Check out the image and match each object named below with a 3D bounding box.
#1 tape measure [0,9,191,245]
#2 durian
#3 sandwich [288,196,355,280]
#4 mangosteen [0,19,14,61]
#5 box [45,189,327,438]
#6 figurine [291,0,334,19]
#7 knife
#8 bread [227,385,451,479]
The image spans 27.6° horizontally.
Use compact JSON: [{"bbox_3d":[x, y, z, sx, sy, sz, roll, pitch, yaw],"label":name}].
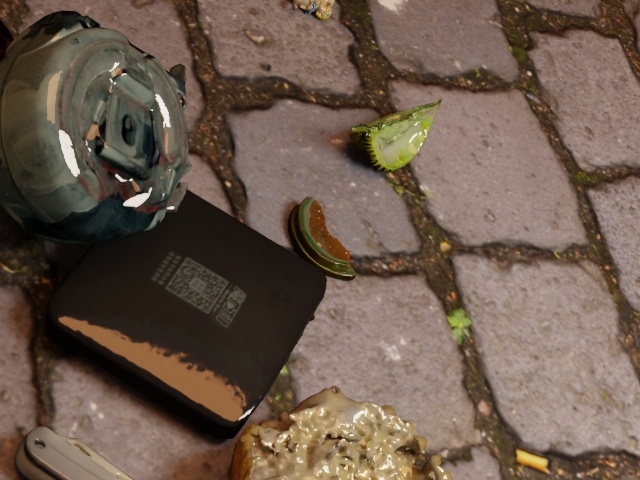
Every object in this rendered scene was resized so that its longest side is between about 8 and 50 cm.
[{"bbox_3d":[-0.271,-0.132,1.539,0.256,0.147,0.275,30,60,-47],"label":"tape measure"},{"bbox_3d":[0.100,-0.161,1.925,0.086,0.100,0.215,46,41,17],"label":"durian"},{"bbox_3d":[0.000,0.002,1.793,0.067,0.029,0.135,-25,68,-38],"label":"sandwich"},{"bbox_3d":[-0.456,-0.175,1.595,0.265,0.228,0.228,52,41,-26],"label":"mangosteen"},{"bbox_3d":[-0.161,0.078,1.622,0.289,0.073,0.290,31,47,0],"label":"box"},{"bbox_3d":[-0.012,-0.380,2.089,0.083,0.047,0.050,11,65,-28],"label":"figurine"},{"bbox_3d":[-0.218,0.291,1.444,0.266,0.040,0.073,34,35,2],"label":"knife"},{"bbox_3d":[0.016,0.307,1.477,0.274,0.149,0.274,14,43,-14],"label":"bread"}]
